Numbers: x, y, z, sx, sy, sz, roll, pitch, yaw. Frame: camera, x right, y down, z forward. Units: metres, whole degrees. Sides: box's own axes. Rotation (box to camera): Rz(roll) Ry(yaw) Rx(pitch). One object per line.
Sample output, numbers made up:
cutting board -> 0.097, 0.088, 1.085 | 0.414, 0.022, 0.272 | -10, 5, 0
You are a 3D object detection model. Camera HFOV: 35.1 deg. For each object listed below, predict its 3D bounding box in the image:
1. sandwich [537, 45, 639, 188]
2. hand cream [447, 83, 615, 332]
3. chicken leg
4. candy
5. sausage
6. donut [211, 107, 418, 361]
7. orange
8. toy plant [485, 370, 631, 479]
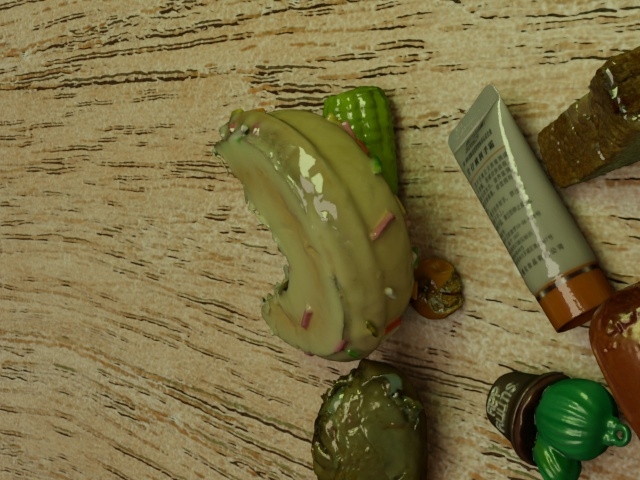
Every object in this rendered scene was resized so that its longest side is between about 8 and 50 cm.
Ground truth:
sandwich -> 0.397, -0.164, 1.144 | 0.254, 0.288, 0.100 | -27, 82, -9
hand cream -> 0.254, -0.035, 1.281 | 0.314, 0.089, 0.140 | 63, 151, 15
chicken leg -> 0.095, 0.372, 1.407 | 0.201, 0.152, 0.430 | -10, 95, 30
candy -> 0.064, -0.113, 1.420 | 0.096, 0.096, 0.210 | -9, 95, 38
sausage -> 0.412, 0.169, 1.133 | 0.141, 0.153, 0.268 | -34, 75, 20
donut -> 0.002, -0.005, 1.357 | 0.307, 0.150, 0.371 | 25, 136, 52
orange -> 0.151, 0.067, 1.384 | 0.086, 0.062, 0.086 | 4, 96, 40
toy plant -> 0.293, 0.231, 1.251 | 0.200, 0.105, 0.143 | 21, 96, 54
